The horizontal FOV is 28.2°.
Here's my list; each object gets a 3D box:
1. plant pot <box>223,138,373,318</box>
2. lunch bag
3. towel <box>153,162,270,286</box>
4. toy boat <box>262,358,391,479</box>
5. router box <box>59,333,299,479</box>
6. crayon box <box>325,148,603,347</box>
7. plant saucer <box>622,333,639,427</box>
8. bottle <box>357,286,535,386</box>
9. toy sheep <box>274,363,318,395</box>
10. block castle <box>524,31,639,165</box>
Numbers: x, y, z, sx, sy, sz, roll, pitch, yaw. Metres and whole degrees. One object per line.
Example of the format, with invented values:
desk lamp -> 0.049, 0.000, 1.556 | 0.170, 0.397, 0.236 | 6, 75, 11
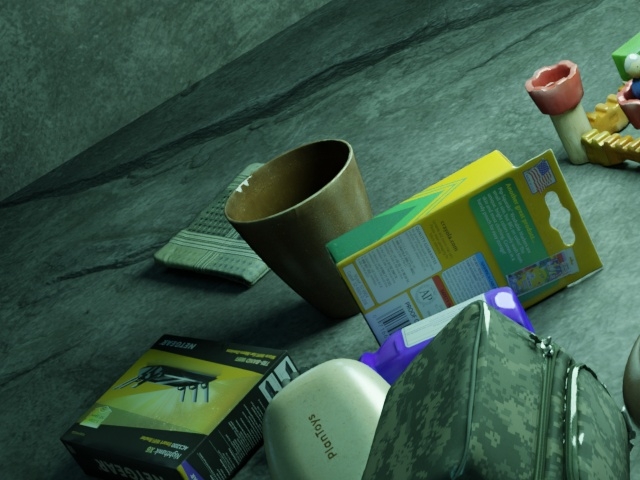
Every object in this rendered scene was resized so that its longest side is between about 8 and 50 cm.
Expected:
plant pot -> 0.000, 0.000, 1.952 | 0.215, 0.230, 0.215 | -23, 25, 12
lunch bag -> 0.196, 0.245, 1.280 | 0.212, 0.256, 0.305 | -49, 14, 33
towel -> -0.120, -0.032, 2.369 | 0.312, 0.056, 0.324 | -46, 31, -25
toy boat -> 0.095, 0.239, 1.518 | 0.318, 0.148, 0.267 | -30, 48, 7
router box -> -0.203, 0.254, 1.867 | 0.309, 0.081, 0.243 | 1, 39, 48
crayon box -> 0.196, 0.021, 1.738 | 0.323, 0.203, 0.083 | -28, 25, 1
plant saucer -> 0.485, 0.115, 1.444 | 0.311, 0.050, 0.310 | -23, 25, 12
bottle -> 0.138, 0.161, 1.639 | 0.283, 0.118, 0.092 | -25, 40, 11
toy sheep -> -0.006, 0.211, 1.742 | 0.132, 0.091, 0.091 | -18, 24, -9
block castle -> 0.566, -0.302, 1.941 | 0.453, 0.212, 0.303 | -37, 26, -16
